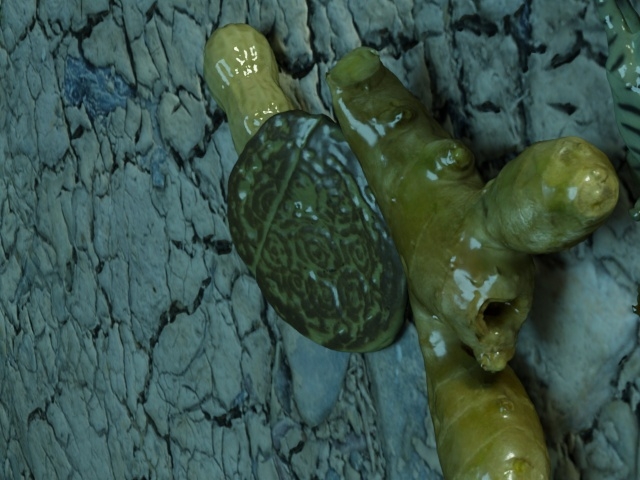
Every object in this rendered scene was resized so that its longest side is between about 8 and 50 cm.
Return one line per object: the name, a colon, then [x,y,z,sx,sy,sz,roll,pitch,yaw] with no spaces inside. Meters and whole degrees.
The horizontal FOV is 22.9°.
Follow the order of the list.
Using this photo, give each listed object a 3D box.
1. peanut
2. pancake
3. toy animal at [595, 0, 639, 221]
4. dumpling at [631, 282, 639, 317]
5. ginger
peanut: [-0.066,-0.135,1.611,0.082,0.082,0.187,-50,57,50]
pancake: [-0.001,0.000,1.534,0.250,0.031,0.250,22,124,37]
toy animal: [0.257,-0.130,1.114,0.217,0.073,0.176,-39,71,49]
dumpling: [0.310,0.019,1.055,0.166,0.086,0.332,66,149,27]
ginger: [0.118,0.029,1.342,0.348,0.122,0.363,-130,33,-53]
